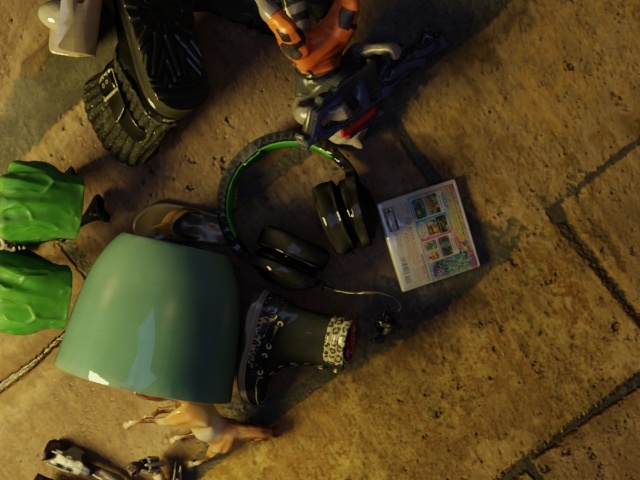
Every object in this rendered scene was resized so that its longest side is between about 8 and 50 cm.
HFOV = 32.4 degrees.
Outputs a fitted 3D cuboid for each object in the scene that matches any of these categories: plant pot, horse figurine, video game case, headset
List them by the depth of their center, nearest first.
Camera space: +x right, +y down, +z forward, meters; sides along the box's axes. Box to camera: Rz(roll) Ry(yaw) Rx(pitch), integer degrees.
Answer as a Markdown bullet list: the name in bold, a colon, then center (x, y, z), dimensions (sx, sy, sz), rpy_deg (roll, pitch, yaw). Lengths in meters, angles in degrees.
- **plant pot**: center (-0.260, 0.117, 1.792), dimensions (0.293, 0.293, 0.235), rpy_deg (14, 88, 1)
- **headset**: center (0.000, 0.000, 1.851), dimensions (0.243, 0.185, 0.394), rpy_deg (-39, 79, 2)
- **video game case**: center (0.183, -0.009, 1.863), dimensions (0.143, 0.019, 0.157), rpy_deg (-18, 96, -8)
- **horse figurine**: center (-0.215, 0.310, 1.866), dimensions (0.174, 0.066, 0.263), rpy_deg (-21, 134, 26)

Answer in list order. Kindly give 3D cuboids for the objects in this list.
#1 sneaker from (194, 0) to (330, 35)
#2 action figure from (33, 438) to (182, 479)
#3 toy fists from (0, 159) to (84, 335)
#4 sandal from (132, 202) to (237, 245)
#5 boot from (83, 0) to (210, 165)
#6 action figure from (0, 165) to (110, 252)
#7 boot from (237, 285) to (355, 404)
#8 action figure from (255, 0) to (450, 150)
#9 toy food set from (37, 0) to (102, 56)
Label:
- **sneaker**: center (-0.119, -0.394, 1.806), dimensions (0.286, 0.109, 0.130), rpy_deg (-8, 103, 6)
- **action figure**: center (-0.360, 0.448, 1.926), dimensions (0.285, 0.099, 0.185), rpy_deg (18, 89, -3)
- **toy fists**: center (-0.469, 0.011, 1.750), dimensions (0.142, 0.096, 0.279), rpy_deg (8, 92, -30)
- **sandal**: center (-0.233, -0.024, 1.882), dimensions (0.180, 0.049, 0.072), rpy_deg (7, 97, 2)
- **boot**: center (-0.298, -0.314, 1.770), dimensions (0.131, 0.260, 0.348), rpy_deg (-3, 78, -28)
- **action figure**: center (-0.503, -0.009, 1.855), dimensions (0.276, 0.141, 0.164), rpy_deg (-33, 106, 5)
- **boot**: center (-0.042, 0.200, 1.838), dimensions (0.179, 0.085, 0.236), rpy_deg (15, 123, 12)
- **action figure**: center (0.036, -0.309, 1.771), dimensions (0.341, 0.178, 0.330), rpy_deg (-32, 125, -31)
- **toy food set**: center (-0.395, -0.403, 1.725), dimensions (0.092, 0.306, 0.219), rpy_deg (6, 97, -18)
